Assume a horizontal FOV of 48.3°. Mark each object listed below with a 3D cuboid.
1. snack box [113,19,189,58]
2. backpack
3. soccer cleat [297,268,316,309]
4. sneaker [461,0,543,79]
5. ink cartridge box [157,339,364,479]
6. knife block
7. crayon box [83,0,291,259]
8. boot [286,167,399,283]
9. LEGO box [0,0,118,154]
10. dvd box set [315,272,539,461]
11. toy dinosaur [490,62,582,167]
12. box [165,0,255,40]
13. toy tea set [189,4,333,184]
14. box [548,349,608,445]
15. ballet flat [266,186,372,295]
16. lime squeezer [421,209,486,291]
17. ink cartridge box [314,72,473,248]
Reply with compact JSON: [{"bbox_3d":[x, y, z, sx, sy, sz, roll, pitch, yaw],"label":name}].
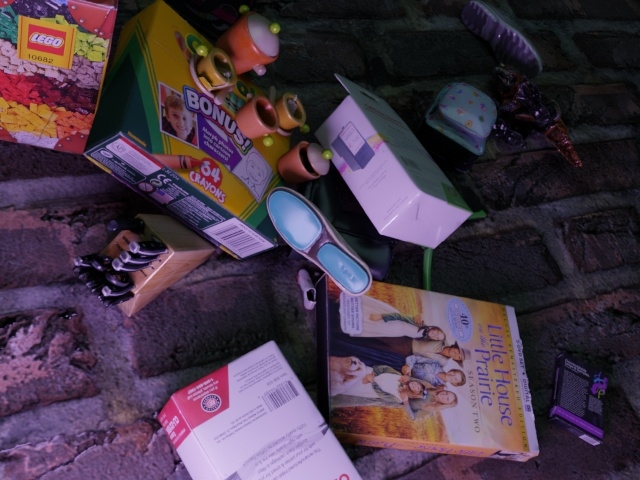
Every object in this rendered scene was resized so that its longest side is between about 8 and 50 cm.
[{"bbox_3d":[-0.337,-0.391,1.438,0.141,0.100,0.037,-17,70,-33],"label":"snack box"},{"bbox_3d":[0.325,-0.281,1.666,0.165,0.144,0.188,29,49,0],"label":"backpack"},{"bbox_3d":[-0.023,0.088,1.332,0.029,0.036,0.083,4,59,-23],"label":"soccer cleat"},{"bbox_3d":[0.519,-0.565,1.956,0.115,0.105,0.281,-28,75,-35],"label":"sneaker"},{"bbox_3d":[-0.092,0.325,1.102,0.197,0.114,0.273,-24,72,-36],"label":"ink cartridge box"},{"bbox_3d":[-0.263,0.009,1.136,0.088,0.242,0.275,46,52,6],"label":"knife block"},{"bbox_3d":[-0.211,-0.189,1.272,0.363,0.106,0.313,38,45,-40],"label":"crayon box"},{"bbox_3d":[0.052,-0.044,1.412,0.207,0.094,0.247,15,61,-13],"label":"boot"},{"bbox_3d":[-0.459,-0.467,1.256,0.193,0.372,0.501,9,57,-20],"label":"LEGO box"},{"bbox_3d":[0.195,0.237,1.329,0.420,0.062,0.308,12,57,-19],"label":"dvd box set"},{"bbox_3d":[0.545,-0.325,1.802,0.321,0.164,0.218,34,32,24],"label":"toy dinosaur"},{"bbox_3d":[-0.204,-0.585,1.515,0.165,0.270,0.143,30,52,-5],"label":"box"},{"bbox_3d":[-0.077,-0.263,1.298,0.336,0.124,0.200,48,36,-29],"label":"toy tea set"},{"bbox_3d":[0.528,0.320,1.459,0.116,0.029,0.162,29,54,-8],"label":"box"},{"bbox_3d":[0.000,0.000,1.291,0.248,0.086,0.086,49,52,-1],"label":"ballet flat"},{"bbox_3d":[0.256,-0.005,1.526,0.310,0.058,0.110,-49,118,-40],"label":"lime squeezer"},{"bbox_3d":[0.128,-0.162,1.442,0.207,0.119,0.354,14,37,-49],"label":"ink cartridge box"}]
